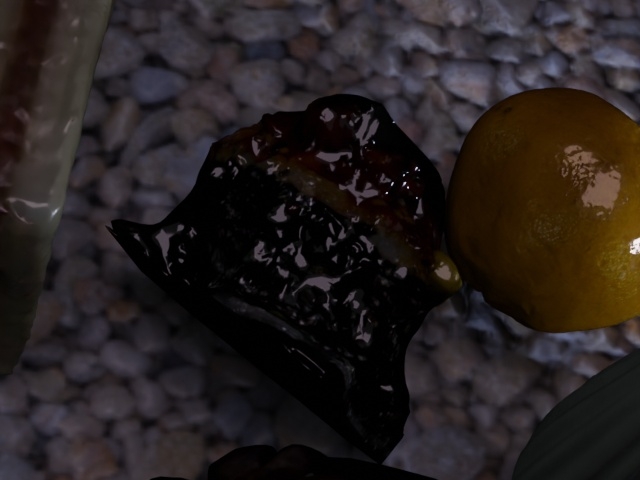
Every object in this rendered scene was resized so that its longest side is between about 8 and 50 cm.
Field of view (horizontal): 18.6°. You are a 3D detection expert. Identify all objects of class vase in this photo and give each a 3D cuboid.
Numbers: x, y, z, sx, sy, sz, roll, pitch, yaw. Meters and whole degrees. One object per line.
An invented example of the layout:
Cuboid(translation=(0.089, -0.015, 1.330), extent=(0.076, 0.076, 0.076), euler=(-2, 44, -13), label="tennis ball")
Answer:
Cuboid(translation=(0.189, 0.115, 1.059), extent=(0.128, 0.248, 0.128), euler=(6, 61, -11), label="vase")

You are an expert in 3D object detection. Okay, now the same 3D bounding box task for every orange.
Cuboid(translation=(0.144, -0.014, 1.173), extent=(0.136, 0.159, 0.159), euler=(-40, 77, -5), label="orange")

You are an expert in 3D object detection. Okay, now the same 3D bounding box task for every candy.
Cuboid(translation=(-0.192, -0.106, 1.112), extent=(0.135, 0.179, 0.320), euler=(14, 60, -9), label="candy")

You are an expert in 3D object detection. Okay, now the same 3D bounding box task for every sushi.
Cuboid(translation=(0.000, 0.000, 1.126), extent=(0.172, 0.153, 0.150), euler=(34, 78, 27), label="sushi")

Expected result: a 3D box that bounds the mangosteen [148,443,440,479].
Cuboid(translation=(-0.001, 0.311, 0.864), extent=(0.382, 0.382, 0.435), euler=(-14, 100, -22), label="mangosteen")
